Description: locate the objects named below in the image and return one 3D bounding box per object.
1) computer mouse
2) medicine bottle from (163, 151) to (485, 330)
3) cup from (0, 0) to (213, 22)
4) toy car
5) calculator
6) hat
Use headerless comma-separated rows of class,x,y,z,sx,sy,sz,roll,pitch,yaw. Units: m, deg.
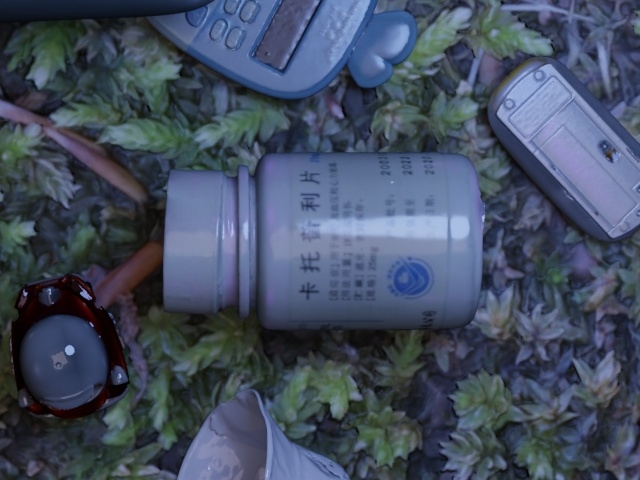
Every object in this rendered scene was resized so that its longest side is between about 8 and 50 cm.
computer mouse,0.249,-0.089,1.770,0.102,0.045,0.199,-45,94,0
medicine bottle,0.000,0.000,1.702,0.293,0.170,0.170,1,93,-2
cup,-0.208,-0.363,1.634,0.274,0.259,0.357,2,57,7
toy car,-0.245,0.105,1.724,0.112,0.112,0.139,-14,95,-2
calculator,-0.052,-0.243,1.748,0.302,0.042,0.188,29,91,-4
hat,-0.049,0.251,1.723,0.126,0.203,0.203,25,92,-24
